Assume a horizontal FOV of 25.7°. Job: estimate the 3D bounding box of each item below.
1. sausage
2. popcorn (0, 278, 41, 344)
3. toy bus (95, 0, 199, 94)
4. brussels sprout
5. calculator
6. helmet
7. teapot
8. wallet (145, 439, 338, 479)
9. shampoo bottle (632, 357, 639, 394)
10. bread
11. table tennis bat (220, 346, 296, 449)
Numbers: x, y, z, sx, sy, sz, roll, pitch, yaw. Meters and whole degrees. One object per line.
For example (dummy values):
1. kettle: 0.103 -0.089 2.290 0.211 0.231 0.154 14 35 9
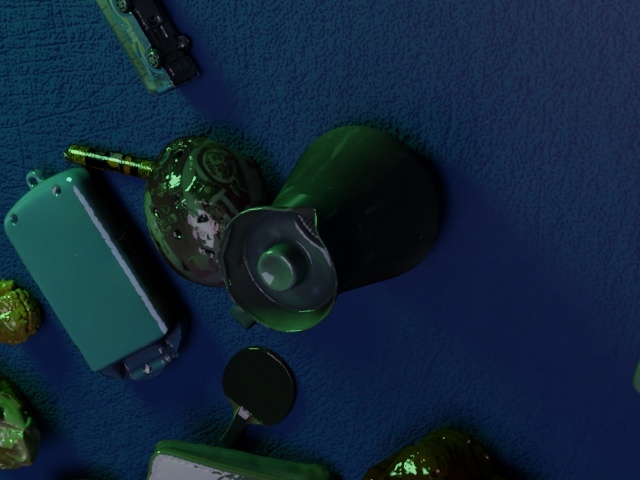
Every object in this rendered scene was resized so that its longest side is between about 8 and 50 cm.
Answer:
1. sausage: -0.220 -0.085 1.638 0.198 0.028 0.025 15 144 25
2. popcorn: -0.410 0.100 1.804 0.084 0.084 0.084 13 118 25
3. toy bus: -0.195 -0.233 1.542 0.061 0.051 0.153 -21 101 48
4. brussels sprout: -0.442 0.240 1.881 0.181 0.100 0.139 14 129 23
5. calculator: -0.278 0.041 1.716 0.173 0.051 0.293 -28 96 37
6. helmet: -0.127 -0.017 1.550 0.153 0.107 0.177 -29 112 39
7. teapot: 0.000 0.000 1.425 0.171 0.225 0.203 45 126 6
8. wallet: -0.127 0.410 1.750 0.252 0.083 0.360 10 118 -1
9. shampoo bottle: 0.357 0.068 1.355 0.056 0.056 0.195 25 122 19
10. bread: 0.127 0.336 1.547 0.232 0.135 0.246 36 109 28
11. table tennis bat: -0.084 0.194 1.697 0.095 0.014 0.158 35 123 11
